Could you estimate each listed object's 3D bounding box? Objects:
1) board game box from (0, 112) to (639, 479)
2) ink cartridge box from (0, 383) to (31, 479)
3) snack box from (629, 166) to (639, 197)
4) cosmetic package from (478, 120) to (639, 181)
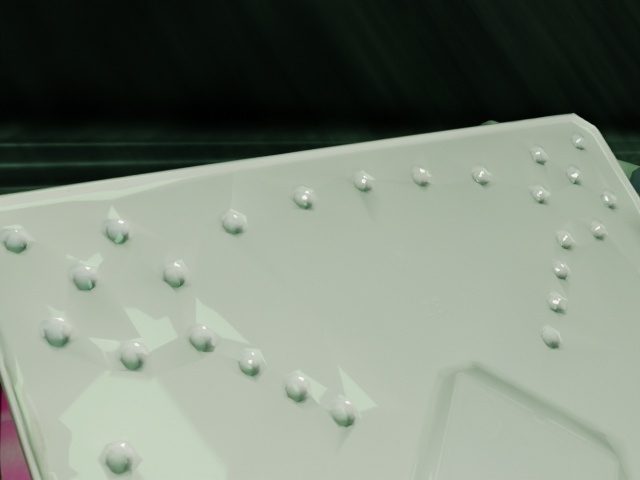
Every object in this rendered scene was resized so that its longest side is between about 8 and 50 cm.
[{"bbox_3d":[0.082,0.130,0.401,0.390,0.050,0.390,-12,68,-35],"label":"board game box"},{"bbox_3d":[-0.004,0.144,0.456,0.371,0.069,0.176,-3,62,-12],"label":"ink cartridge box"},{"bbox_3d":[0.309,0.048,0.639,0.207,0.070,0.174,46,43,-10],"label":"snack box"},{"bbox_3d":[0.206,0.156,0.650,0.230,0.161,0.453,10,57,-35],"label":"cosmetic package"}]
